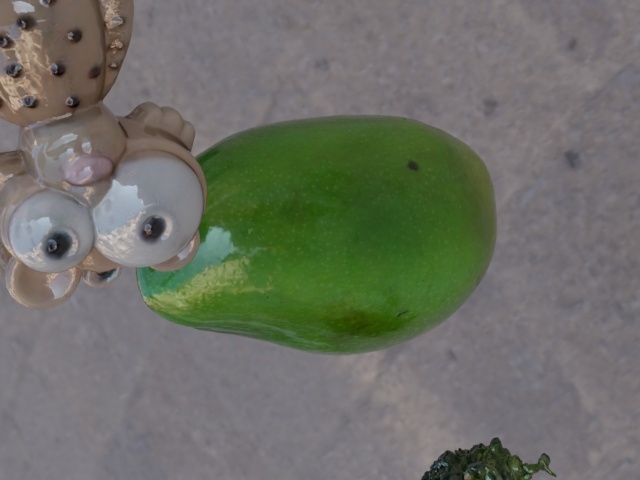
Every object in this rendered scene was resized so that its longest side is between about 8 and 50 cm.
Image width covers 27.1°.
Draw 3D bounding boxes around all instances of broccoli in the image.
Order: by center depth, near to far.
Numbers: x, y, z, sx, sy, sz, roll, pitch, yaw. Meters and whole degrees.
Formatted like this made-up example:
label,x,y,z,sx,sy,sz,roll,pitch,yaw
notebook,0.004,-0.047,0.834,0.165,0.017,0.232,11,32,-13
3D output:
label,x,y,z,sx,sy,sz,roll,pitch,yaw
broccoli,0.207,0.305,1.201,0.304,0.145,0.165,26,111,15

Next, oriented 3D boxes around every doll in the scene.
label,x,y,z,sx,sy,sz,roll,pitch,yaw
doll,-0.166,-0.084,0.820,0.119,0.154,0.278,46,161,54

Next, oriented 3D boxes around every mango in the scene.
label,x,y,z,sx,sy,sz,roll,pitch,yaw
mango,0.000,0.000,1.210,0.201,0.381,0.225,42,129,41
